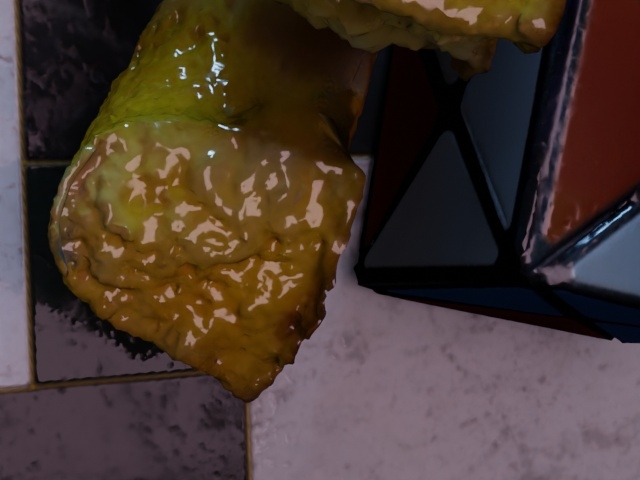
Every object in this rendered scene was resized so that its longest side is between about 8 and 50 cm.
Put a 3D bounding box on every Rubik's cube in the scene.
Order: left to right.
[{"bbox_3d":[0.191,-0.065,0.868,0.246,0.248,0.250,12,85,-23],"label":"Rubik's cube"}]

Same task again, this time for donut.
[{"bbox_3d":[-0.008,-0.145,0.734,0.163,0.435,0.378,24,41,-11],"label":"donut"}]
